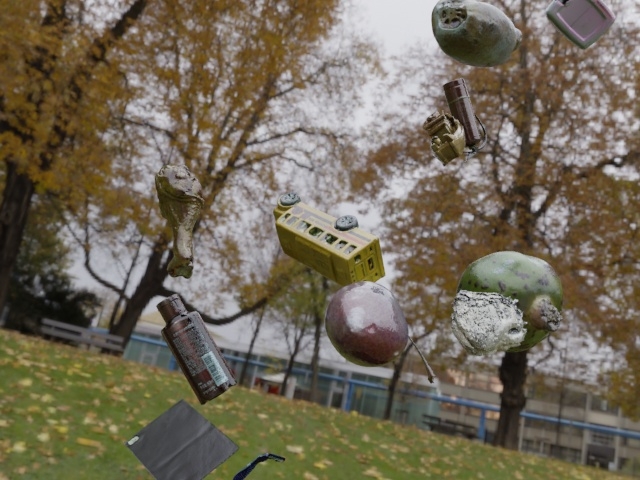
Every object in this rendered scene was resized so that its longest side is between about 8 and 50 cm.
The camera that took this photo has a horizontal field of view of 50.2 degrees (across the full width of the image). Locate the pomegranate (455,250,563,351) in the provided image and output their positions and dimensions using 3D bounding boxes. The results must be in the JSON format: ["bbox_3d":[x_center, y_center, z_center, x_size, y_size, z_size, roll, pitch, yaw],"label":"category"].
[{"bbox_3d":[0.445,0.145,1.580,0.254,0.254,0.270,23,-3,-32],"label":"pomegranate"}]

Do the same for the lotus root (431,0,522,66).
[{"bbox_3d":[0.375,-0.476,1.608,0.158,0.140,0.322,37,21,35],"label":"lotus root"}]

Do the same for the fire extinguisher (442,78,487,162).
[{"bbox_3d":[0.286,-0.234,1.329,0.078,0.157,0.045,-15,-3,-28],"label":"fire extinguisher"}]

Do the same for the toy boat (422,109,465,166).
[{"bbox_3d":[0.208,-0.184,1.161,0.064,0.206,0.072,-34,-80,18],"label":"toy boat"}]

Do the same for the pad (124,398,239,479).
[{"bbox_3d":[-0.214,0.311,1.033,0.193,0.116,0.004,17,-44,51],"label":"pad"}]

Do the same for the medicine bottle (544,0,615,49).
[{"bbox_3d":[0.541,-0.474,1.437,0.119,0.094,0.188,44,24,-1],"label":"medicine bottle"}]

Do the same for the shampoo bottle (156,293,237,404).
[{"bbox_3d":[-0.377,0.315,2.017,0.129,0.323,0.084,-31,-5,-13],"label":"shampoo bottle"}]

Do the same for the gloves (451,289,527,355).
[{"bbox_3d":[0.269,0.128,1.107,0.153,0.114,0.070,0,-23,-38],"label":"gloves"}]

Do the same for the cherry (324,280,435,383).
[{"bbox_3d":[0.081,0.145,0.971,0.115,0.188,0.148,-30,-10,-6],"label":"cherry"}]

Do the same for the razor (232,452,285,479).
[{"bbox_3d":[-0.141,0.489,1.476,0.044,0.028,0.154,29,-54,-32],"label":"razor"}]

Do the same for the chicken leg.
[{"bbox_3d":[-0.407,-0.086,2.015,0.140,0.361,0.212,-6,-37,-21],"label":"chicken leg"}]

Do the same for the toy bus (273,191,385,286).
[{"bbox_3d":[0.000,0.000,1.566,0.335,0.123,0.121,26,-37,43],"label":"toy bus"}]
